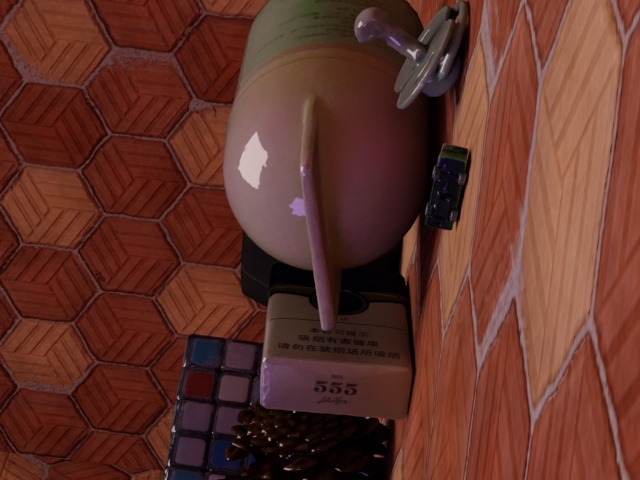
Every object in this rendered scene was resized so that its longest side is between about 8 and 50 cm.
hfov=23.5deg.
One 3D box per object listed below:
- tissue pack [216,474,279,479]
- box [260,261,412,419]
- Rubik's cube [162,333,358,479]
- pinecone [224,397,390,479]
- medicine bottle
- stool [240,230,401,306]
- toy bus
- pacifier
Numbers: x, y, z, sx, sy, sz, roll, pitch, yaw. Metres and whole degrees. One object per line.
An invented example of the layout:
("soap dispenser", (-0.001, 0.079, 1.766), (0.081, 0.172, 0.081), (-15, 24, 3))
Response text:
("tissue pack", (-0.018, 0.360, 1.313), (0.370, 0.210, 0.198), (-94, 14, -77))
("box", (0.018, 0.109, 1.767), (0.259, 0.168, 0.071), (-90, 5, -65))
("Rubik's cube", (-0.092, 0.345, 2.412), (0.287, 0.293, 0.291), (100, 175, -60))
("pinecone", (-0.012, 0.272, 1.846), (0.208, 0.208, 0.207), (-173, 90, -88))
("medicine bottle", (0.009, -0.108, 1.753), (0.406, 0.236, 0.235), (-85, 3, -52))
("stool", (0.000, 0.000, 2.077), (0.141, 0.232, 0.232), (97, 179, -46))
("toy bus", (0.117, -0.050, 1.418), (0.037, 0.031, 0.083), (-70, -9, -50))
("pacifier", (0.092, -0.205, 1.576), (0.126, 0.117, 0.150), (-54, 10, 24))
